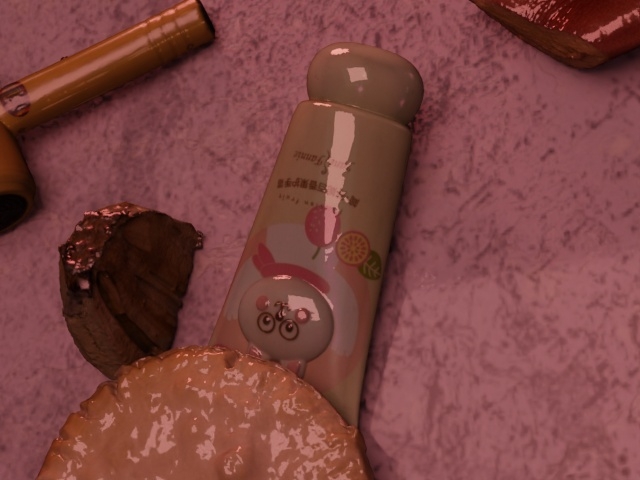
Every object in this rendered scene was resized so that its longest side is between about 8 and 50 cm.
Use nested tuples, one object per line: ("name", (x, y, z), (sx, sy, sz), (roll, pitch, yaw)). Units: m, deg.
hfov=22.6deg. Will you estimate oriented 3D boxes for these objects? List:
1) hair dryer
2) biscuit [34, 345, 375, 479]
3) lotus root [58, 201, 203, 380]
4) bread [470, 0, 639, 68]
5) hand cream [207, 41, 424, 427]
("hair dryer", (-0.214, -0.117, 1.344), (0.278, 0.090, 0.135), (-26, 67, 0))
("biscuit", (-0.102, 0.171, 1.199), (0.281, 0.084, 0.179), (-13, 80, 14))
("lotus root", (-0.163, 0.028, 1.252), (0.070, 0.144, 0.143), (9, 67, 25))
("bread", (0.218, -0.187, 1.246), (0.192, 0.067, 0.119), (-21, 60, 7))
("hand cream", (0.000, 0.000, 1.247), (0.147, 0.093, 0.306), (14, 88, 21))
